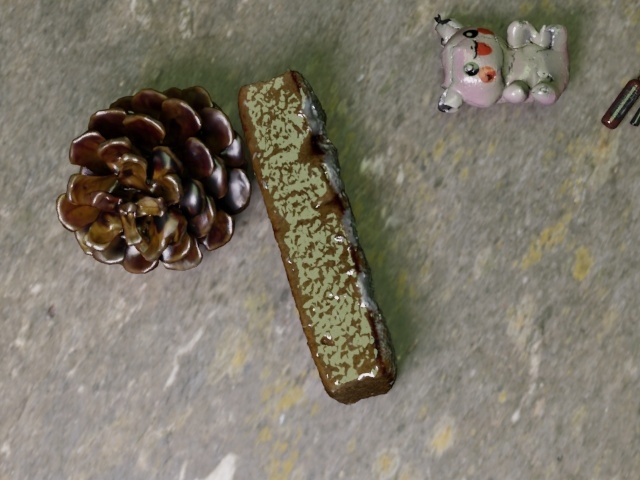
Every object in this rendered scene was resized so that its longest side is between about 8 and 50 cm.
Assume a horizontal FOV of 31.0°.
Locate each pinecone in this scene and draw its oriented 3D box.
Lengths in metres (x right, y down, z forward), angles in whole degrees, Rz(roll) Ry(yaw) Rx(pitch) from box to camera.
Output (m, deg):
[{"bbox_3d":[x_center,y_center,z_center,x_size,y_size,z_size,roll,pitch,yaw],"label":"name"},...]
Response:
[{"bbox_3d":[-0.215,-0.069,1.461,0.244,0.309,0.244,6,106,21],"label":"pinecone"}]

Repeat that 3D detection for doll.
[{"bbox_3d":[0.244,-0.238,1.573,0.192,0.095,0.149,6,71,5],"label":"doll"}]

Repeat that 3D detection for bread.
[{"bbox_3d":[0.000,0.000,1.489,0.113,0.165,0.417,-17,78,3],"label":"bread"}]

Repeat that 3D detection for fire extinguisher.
[{"bbox_3d":[0.433,-0.192,1.588,0.046,0.032,0.100,36,86,20],"label":"fire extinguisher"}]
